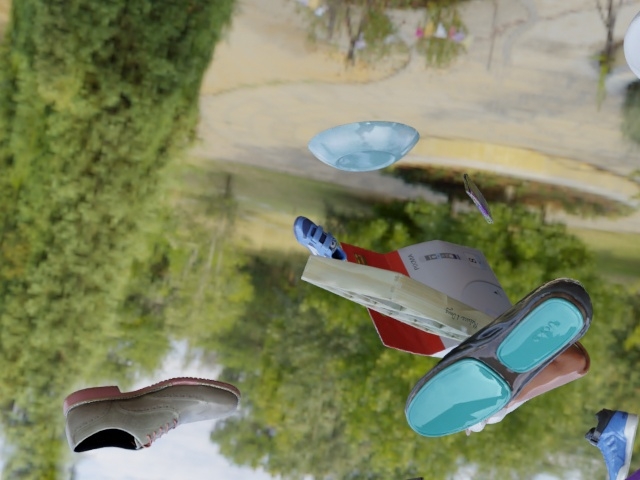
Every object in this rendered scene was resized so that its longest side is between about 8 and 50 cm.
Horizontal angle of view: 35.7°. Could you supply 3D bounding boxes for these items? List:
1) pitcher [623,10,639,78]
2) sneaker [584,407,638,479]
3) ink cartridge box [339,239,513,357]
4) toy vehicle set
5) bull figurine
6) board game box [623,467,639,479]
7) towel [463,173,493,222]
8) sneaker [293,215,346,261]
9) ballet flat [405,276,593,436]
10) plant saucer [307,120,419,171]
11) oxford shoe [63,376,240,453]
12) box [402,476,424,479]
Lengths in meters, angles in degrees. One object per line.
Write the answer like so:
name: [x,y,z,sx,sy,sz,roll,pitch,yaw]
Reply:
pitcher: [0.478,-0.279,1.308,0.207,0.125,0.178,-13,-124,-37]
sneaker: [0.523,0.381,1.815,0.084,0.152,0.058,11,-173,23]
ink cartridge box: [0.256,0.119,2.185,0.385,0.091,0.308,14,-143,-34]
toy vehicle set: [0.125,0.086,1.317,0.266,0.035,0.166,25,170,-40]
bull figurine: [0.362,0.250,1.928,0.310,0.188,0.101,-19,147,-13]
board game box: [0.305,0.399,1.047,0.208,0.346,0.056,49,161,31]
towel: [0.266,-0.071,1.685,0.009,0.060,0.083,-29,123,19]
sneaker: [0.000,0.000,1.993,0.059,0.053,0.144,-5,140,42]
ballet flat: [0.219,0.140,1.204,0.095,0.280,0.096,46,-151,-5]
plant saucer: [0.076,-0.153,1.712,0.194,0.038,0.195,-5,166,-1]
oxford shoe: [-0.325,0.357,1.957,0.348,0.130,0.123,-7,137,-9]
box: [0.063,0.677,2.066,0.394,0.318,0.097,-13,-162,8]
